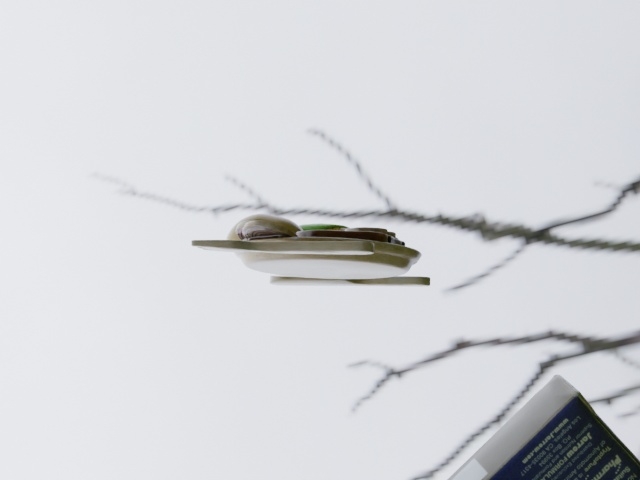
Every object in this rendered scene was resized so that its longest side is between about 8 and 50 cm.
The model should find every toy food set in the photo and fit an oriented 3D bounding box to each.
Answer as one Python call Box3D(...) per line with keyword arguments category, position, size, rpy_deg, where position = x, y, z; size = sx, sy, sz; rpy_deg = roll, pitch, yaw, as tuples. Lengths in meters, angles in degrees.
Box3D(category="toy food set", position=(0.000, 0.000, 1.228), size=(0.192, 0.132, 0.039), rpy_deg=(31, -120, -74))

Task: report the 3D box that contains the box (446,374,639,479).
Box3D(category="box", position=(0.125, 0.182, 0.803), size=(0.136, 0.036, 0.225), rpy_deg=(-44, -73, -1))
